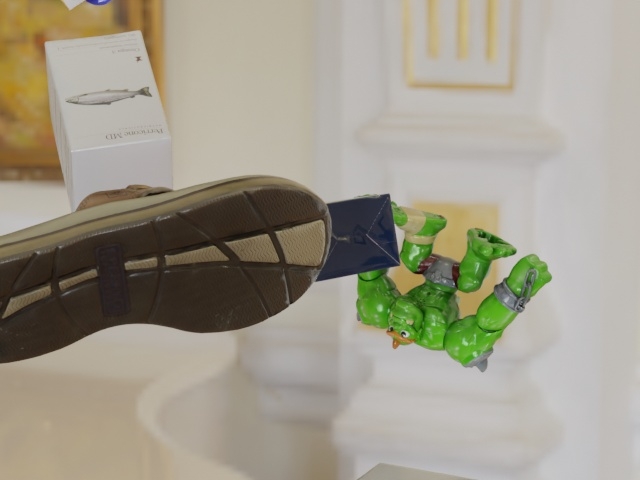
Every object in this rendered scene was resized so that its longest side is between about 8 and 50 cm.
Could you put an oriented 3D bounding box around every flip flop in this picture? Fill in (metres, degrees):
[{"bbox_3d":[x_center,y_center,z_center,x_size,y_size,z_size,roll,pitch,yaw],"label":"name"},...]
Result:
[{"bbox_3d":[-0.123,0.008,1.214,0.277,0.112,0.080,-13,38,-18],"label":"flip flop"}]

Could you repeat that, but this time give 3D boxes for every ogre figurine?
[{"bbox_3d":[0.103,0.040,1.695,0.197,0.118,0.097,16,14,12],"label":"ogre figurine"}]

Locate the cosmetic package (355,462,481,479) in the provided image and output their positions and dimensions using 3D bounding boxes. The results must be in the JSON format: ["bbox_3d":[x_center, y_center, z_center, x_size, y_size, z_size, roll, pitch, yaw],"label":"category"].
[{"bbox_3d":[0.112,0.319,1.567,0.138,0.225,0.224,-32,20,-31],"label":"cosmetic package"}]

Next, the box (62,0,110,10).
[{"bbox_3d":[-0.190,-0.240,1.464,0.081,0.136,0.028,-31,23,14],"label":"box"}]

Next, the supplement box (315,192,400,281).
[{"bbox_3d":[0.000,0.000,1.436,0.083,0.056,0.083,-10,2,-35],"label":"supplement box"}]

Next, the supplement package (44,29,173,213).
[{"bbox_3d":[-0.216,-0.117,1.962,0.105,0.105,0.179,-8,45,-13],"label":"supplement package"}]
